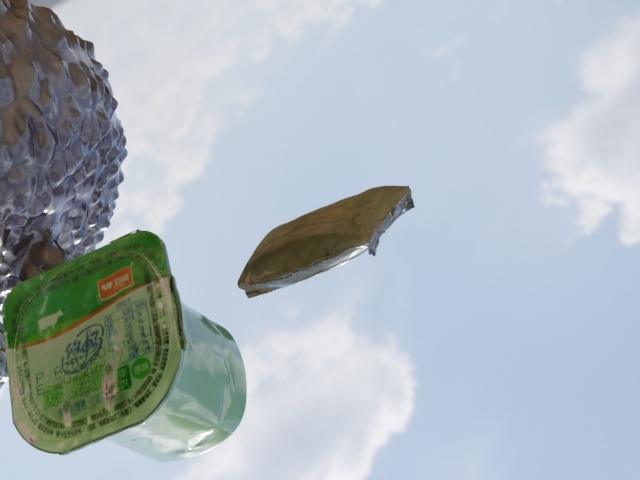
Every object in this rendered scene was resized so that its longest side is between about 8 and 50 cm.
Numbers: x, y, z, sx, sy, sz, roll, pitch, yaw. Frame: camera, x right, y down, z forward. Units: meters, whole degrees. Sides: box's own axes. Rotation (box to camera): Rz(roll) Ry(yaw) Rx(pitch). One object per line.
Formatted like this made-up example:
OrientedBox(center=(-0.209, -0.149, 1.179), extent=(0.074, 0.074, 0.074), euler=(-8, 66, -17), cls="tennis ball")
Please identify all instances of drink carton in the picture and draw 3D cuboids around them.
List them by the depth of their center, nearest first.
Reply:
OrientedBox(center=(-0.132, 0.097, 1.011), extent=(0.146, 0.142, 0.144), euler=(-22, -120, 16), cls="drink carton")

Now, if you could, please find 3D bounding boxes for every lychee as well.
OrientedBox(center=(-0.394, -0.106, 1.464), extent=(0.380, 0.432, 0.380), euler=(-33, 159, -15), cls="lychee")

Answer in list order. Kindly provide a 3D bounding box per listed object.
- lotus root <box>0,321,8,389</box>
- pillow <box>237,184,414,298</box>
OrientedBox(center=(-0.536, 0.150, 1.654), extent=(0.349, 0.175, 0.175), euler=(-14, -161, 9), cls="lotus root")
OrientedBox(center=(0.000, 0.000, 1.473), extent=(0.208, 0.053, 0.119), euler=(-20, -152, 38), cls="pillow")
